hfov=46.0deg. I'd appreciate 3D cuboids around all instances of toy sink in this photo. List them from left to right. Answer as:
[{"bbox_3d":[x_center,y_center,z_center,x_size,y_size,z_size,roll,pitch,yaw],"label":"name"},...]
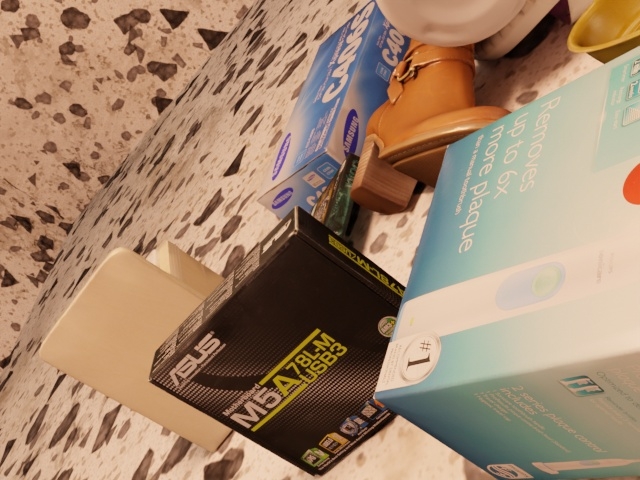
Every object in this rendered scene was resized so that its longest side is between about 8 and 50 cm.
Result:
[{"bbox_3d":[-0.176,0.103,0.866,0.153,0.234,0.131,-52,23,9],"label":"toy sink"}]

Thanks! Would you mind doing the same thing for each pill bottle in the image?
[{"bbox_3d":[0.124,-0.325,0.762,0.152,0.152,0.272,-39,29,32],"label":"pill bottle"}]

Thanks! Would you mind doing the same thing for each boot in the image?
[{"bbox_3d":[0.135,-0.150,0.773,0.220,0.109,0.283,-69,12,-14],"label":"boot"}]

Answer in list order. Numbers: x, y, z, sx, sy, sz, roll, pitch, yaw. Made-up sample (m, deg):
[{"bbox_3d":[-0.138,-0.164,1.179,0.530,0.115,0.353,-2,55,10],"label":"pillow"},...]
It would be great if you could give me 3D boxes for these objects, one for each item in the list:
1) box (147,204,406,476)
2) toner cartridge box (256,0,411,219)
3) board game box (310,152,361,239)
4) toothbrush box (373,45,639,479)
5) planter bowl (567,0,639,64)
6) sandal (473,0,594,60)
[{"bbox_3d":[-0.011,0.092,0.618,0.190,0.184,0.045,-44,26,22],"label":"box"},{"bbox_3d":[0.029,-0.196,1.095,0.165,0.075,0.348,-31,32,46],"label":"toner cartridge box"},{"bbox_3d":[0.000,0.000,0.895,0.126,0.026,0.186,-53,15,51],"label":"board game box"},{"bbox_3d":[0.192,0.004,0.421,0.295,0.126,0.216,-23,37,49],"label":"toothbrush box"},{"bbox_3d":[0.282,-0.162,0.497,0.217,0.090,0.217,-38,13,10],"label":"planter bowl"},{"bbox_3d":[0.250,-0.283,0.748,0.416,0.102,0.170,151,131,-77],"label":"sandal"}]
